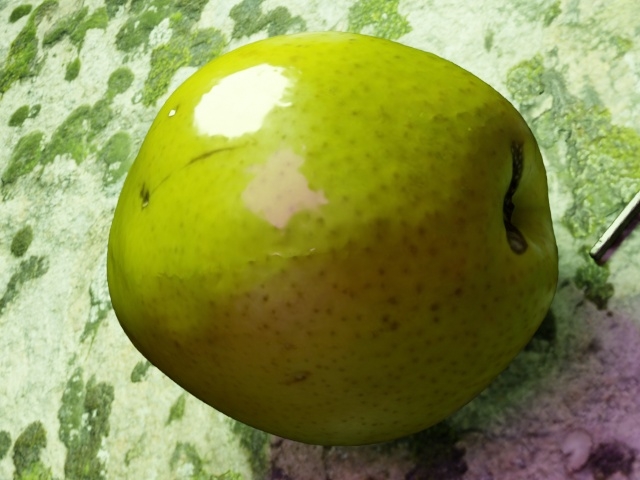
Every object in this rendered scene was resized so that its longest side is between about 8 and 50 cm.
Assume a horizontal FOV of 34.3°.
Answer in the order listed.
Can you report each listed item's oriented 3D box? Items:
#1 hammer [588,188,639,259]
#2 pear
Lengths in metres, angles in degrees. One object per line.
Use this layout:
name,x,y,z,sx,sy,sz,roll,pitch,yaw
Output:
hammer,0.341,-0.098,0.956,0.292,0.029,0.058,-51,44,1
pear,0.000,0.000,0.915,0.418,0.362,0.362,-3,60,32
